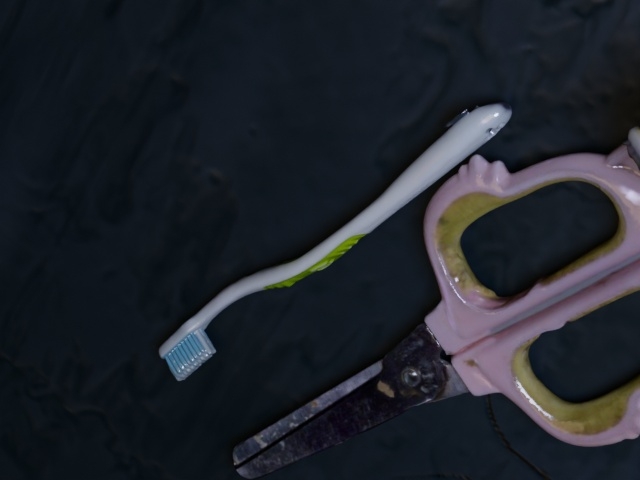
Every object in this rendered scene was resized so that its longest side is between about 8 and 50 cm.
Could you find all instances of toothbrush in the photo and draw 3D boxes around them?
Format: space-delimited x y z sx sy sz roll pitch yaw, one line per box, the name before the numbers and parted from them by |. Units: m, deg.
toothbrush | 0.000 0.000 0.889 0.263 0.022 0.026 -39 74 34

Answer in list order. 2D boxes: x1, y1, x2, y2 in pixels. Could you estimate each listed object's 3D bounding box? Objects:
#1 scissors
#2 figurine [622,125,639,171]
scissors | 0.066 0.055 0.872 0.317 0.024 0.160 -30 95 34
figurine | 0.245 -0.112 0.637 0.309 0.143 0.308 6 119 10
